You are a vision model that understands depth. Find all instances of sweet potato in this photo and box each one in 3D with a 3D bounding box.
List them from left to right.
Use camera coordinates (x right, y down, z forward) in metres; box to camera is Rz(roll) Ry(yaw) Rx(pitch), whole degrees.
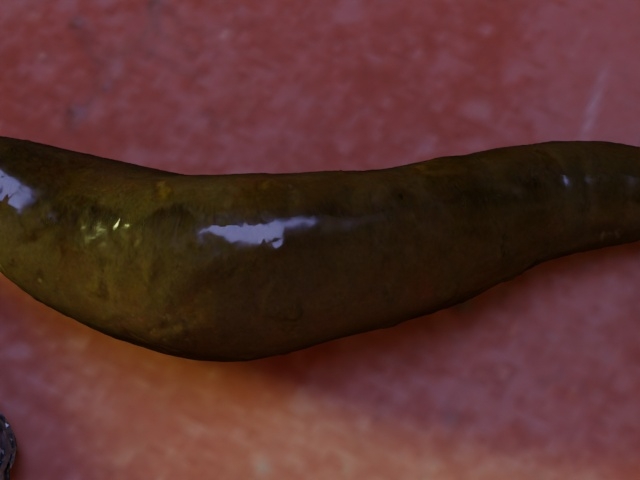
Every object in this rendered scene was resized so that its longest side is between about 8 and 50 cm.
[{"bbox_3d":[0.002,0.001,0.557,0.250,0.059,0.069,-1,49,2],"label":"sweet potato"}]

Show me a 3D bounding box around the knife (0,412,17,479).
[{"bbox_3d":[-0.074,0.145,0.499,0.089,0.043,0.365,-5,52,-34],"label":"knife"}]
